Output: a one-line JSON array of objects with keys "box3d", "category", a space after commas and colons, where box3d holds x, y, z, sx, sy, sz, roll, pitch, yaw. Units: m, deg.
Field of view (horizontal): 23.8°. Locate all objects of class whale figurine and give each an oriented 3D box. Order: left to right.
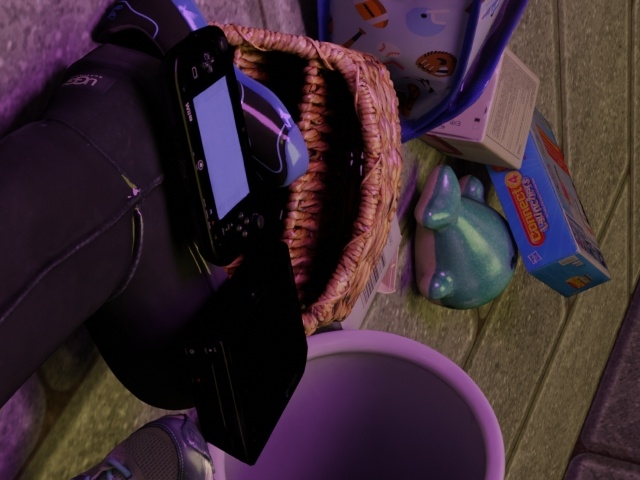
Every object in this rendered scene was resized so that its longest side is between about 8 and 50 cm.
[{"box3d": [0.219, -0.003, 2.299, 0.272, 0.141, 0.216, 65, 42, -56], "category": "whale figurine"}]

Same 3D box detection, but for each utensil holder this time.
[{"box3d": [0.047, 0.348, 1.793, 0.385, 0.327, 0.327, 85, 27, -50], "category": "utensil holder"}]

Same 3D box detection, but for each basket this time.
[{"box3d": [-0.048, -0.056, 1.522, 0.223, 0.213, 0.299, -1, 102, -68], "category": "basket"}]

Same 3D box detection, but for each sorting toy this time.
[{"box3d": [0.074, 0.035, 2.105, 0.075, 0.045, 0.083, -23, 123, -55], "category": "sorting toy"}]

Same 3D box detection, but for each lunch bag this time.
[{"box3d": [0.140, -0.336, 1.830, 0.385, 0.239, 0.328, 98, 15, -58], "category": "lunch bag"}]

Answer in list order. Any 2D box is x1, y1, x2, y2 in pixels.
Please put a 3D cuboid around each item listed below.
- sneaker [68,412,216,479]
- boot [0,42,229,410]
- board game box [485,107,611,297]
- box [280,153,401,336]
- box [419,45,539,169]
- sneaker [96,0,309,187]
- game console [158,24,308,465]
[{"box3d": [-0.198, 0.254, 1.320, 0.122, 0.110, 0.283, 0, 141, -48], "category": "sneaker"}, {"box3d": [-0.238, 0.093, 1.218, 0.445, 0.146, 0.367, -54, 139, -52], "category": "boot"}, {"box3d": [0.351, -0.078, 2.450, 0.308, 0.086, 0.302, 26, 42, -67], "category": "board game box"}, {"box3d": [0.000, 0.000, 1.797, 0.182, 0.119, 0.181, 73, 36, -50], "category": "box"}, {"box3d": [0.223, -0.203, 2.223, 0.232, 0.127, 0.148, 20, 82, -68], "category": "box"}, {"box3d": [-0.111, -0.129, 1.399, 0.232, 0.081, 0.090, 50, 53, -7], "category": "sneaker"}, {"box3d": [-0.081, -0.001, 1.325, 0.213, 0.044, 0.361, -59, 141, -62], "category": "game console"}]
